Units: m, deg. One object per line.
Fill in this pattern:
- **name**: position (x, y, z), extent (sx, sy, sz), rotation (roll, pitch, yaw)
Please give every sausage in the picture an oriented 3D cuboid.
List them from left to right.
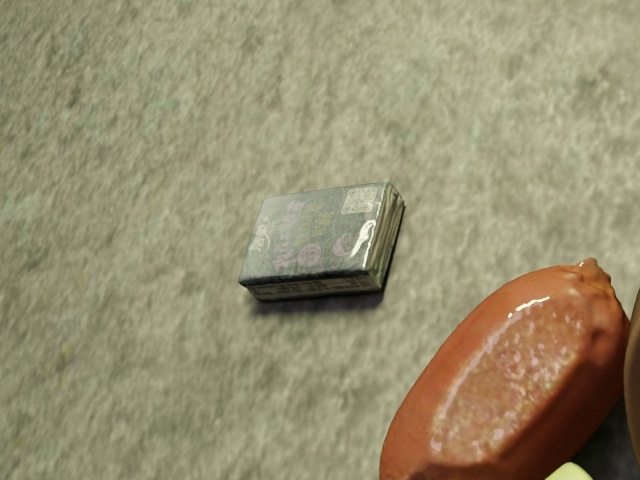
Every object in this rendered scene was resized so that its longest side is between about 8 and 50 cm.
- **sausage**: position (0.153, 0.125, 0.965), extent (0.254, 0.148, 0.148), rotation (-51, 45, -6)

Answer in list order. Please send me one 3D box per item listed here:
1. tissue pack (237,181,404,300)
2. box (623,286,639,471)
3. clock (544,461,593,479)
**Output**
- **tissue pack**: position (0.000, 0.000, 1.223), extent (0.156, 0.051, 0.112), rotation (-5, 53, 32)
- **box**: position (0.327, 0.079, 0.725), extent (0.301, 0.301, 0.216), rotation (2, 16, 36)
- **clock**: position (0.241, 0.303, 0.674), extent (0.117, 0.286, 0.348), rotation (-42, 48, -1)
